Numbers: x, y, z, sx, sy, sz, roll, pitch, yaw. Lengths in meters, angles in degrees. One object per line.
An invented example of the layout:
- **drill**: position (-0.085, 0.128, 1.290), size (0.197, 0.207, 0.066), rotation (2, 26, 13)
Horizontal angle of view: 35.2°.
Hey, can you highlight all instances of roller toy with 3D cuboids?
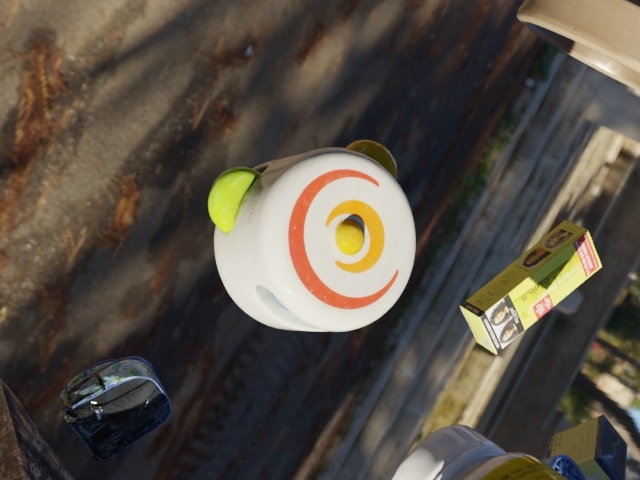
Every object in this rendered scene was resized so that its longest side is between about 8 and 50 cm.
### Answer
- **roller toy**: position (0.000, 0.000, 1.070), size (0.209, 0.146, 0.191), rotation (-15, 95, -32)

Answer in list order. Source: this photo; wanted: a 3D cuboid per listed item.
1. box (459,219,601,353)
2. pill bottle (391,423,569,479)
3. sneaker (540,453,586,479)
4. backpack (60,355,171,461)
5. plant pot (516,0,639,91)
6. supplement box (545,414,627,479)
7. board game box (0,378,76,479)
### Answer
- **box**: position (0.333, 0.072, 1.591), size (0.232, 0.058, 0.087), rotation (-37, 121, -14)
- **pill bottle**: position (0.145, 0.217, 0.670), size (0.119, 0.208, 0.119), rotation (-20, 125, -32)
- **sneaker**: position (0.218, 0.322, 0.956), size (0.081, 0.090, 0.232), rotation (-3, 80, -48)
- **backpack**: position (-0.250, 0.196, 1.241), size (0.114, 0.084, 0.105), rotation (-28, 128, -6)
- **plant pot**: position (0.378, -0.275, 1.063), size (0.229, 0.263, 0.263), rotation (-61, 167, 12)
- **supplement box**: position (0.332, 0.277, 1.262), size (0.083, 0.056, 0.083), rotation (-32, -165, 31)
- **board game box**: position (-0.111, 0.233, 0.389), size (0.141, 0.291, 0.232), rotation (-31, 119, -11)
